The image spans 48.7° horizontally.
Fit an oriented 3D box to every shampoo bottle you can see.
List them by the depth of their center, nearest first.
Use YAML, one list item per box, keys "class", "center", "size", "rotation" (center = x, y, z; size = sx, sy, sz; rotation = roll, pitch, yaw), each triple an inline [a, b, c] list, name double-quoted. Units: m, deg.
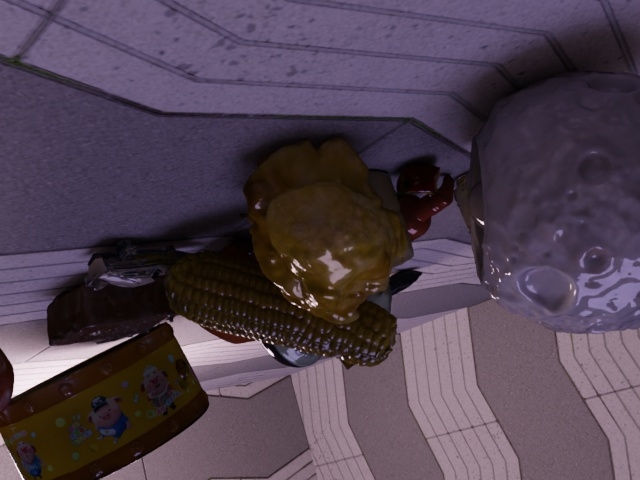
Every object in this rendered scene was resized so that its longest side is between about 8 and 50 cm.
- class: "shampoo bottle"
  center: [0.137, -0.031, 1.241]
  size: [0.085, 0.086, 0.244]
  rotation: [-3, 159, -41]

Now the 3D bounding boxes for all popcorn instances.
- class: "popcorn"
  center: [0.001, -0.004, 0.909]
  size: [0.191, 0.253, 0.190]
  rotation: [-34, -156, 22]

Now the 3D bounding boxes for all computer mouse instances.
- class: "computer mouse"
  center: [0.215, 0.108, 1.897]
  size: [0.135, 0.047, 0.079]
  rotation: [-20, 164, -33]

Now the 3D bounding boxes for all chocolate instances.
- class: "chocolate"
  center: [-0.361, 0.117, 1.225]
  size: [0.148, 0.093, 0.214]
  rotation: [-29, 161, 37]

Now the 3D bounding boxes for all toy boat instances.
- class: "toy boat"
  center: [-0.261, 0.037, 1.094]
  size: [0.210, 0.066, 0.084]
  rotation: [-2, 161, -44]

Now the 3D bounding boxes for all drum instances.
- class: "drum"
  center: [-0.475, 0.363, 1.543]
  size: [0.431, 0.214, 0.431]
  rotation: [-25, -178, 1]

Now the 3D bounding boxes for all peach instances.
- class: "peach"
  center: [0.160, -0.093, 1.091]
  size: [0.083, 0.050, 0.077]
  rotation: [4, 178, -33]

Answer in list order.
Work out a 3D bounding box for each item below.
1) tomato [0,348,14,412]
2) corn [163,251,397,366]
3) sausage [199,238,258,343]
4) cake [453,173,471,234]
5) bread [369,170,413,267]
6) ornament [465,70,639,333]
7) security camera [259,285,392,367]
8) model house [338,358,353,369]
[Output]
- class: "tomato"
  center: [-0.675, 0.266, 1.347]
  size: [0.214, 0.181, 0.155]
  rotation: [-15, -175, 24]
- class: "corn"
  center: [-0.062, 0.100, 1.054]
  size: [0.363, 0.121, 0.120]
  rotation: [15, 166, 5]
- class: "sausage"
  center: [-0.141, 0.096, 1.257]
  size: [0.141, 0.153, 0.268]
  rotation: [29, 152, -9]
- class: "cake"
  center: [0.343, -0.091, 1.181]
  size: [0.225, 0.110, 0.090]
  rotation: [-25, 163, 32]
- class: "bread"
  center: [0.058, -0.015, 1.092]
  size: [0.148, 0.141, 0.134]
  rotation: [-23, 163, 27]
- class: "ornament"
  center: [0.344, -0.049, 0.899]
  size: [0.337, 0.337, 0.337]
  rotation: [-15, 165, -4]
- class: "security camera"
  center: [0.019, 0.126, 1.403]
  size: [0.277, 0.191, 0.197]
  rotation: [-28, 137, 31]
- class: "model house"
  center: [0.098, 0.196, 1.779]
  size: [0.135, 0.219, 0.207]
  rotation: [-26, 164, 15]
